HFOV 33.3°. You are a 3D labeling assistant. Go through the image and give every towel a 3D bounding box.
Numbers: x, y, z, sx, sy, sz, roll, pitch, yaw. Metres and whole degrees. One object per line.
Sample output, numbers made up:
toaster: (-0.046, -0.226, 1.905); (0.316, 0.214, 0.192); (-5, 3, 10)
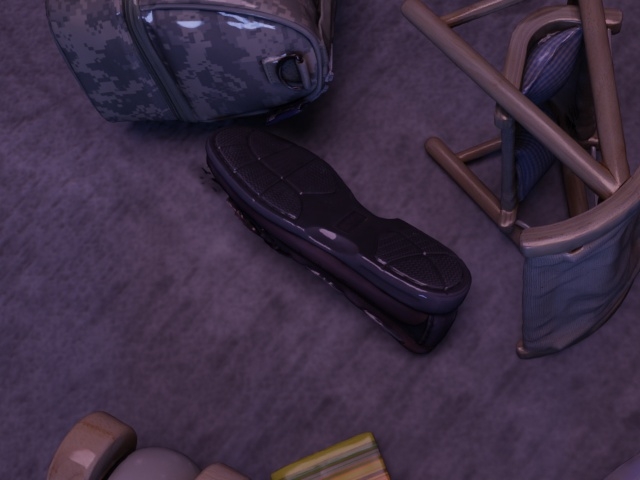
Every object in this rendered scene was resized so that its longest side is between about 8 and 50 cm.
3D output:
towel: (0.039, 0.290, 0.912); (0.102, 0.021, 0.237); (-23, 65, 5)

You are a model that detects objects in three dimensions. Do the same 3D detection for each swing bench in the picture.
swing bench: (0.198, -0.067, 0.916); (0.165, 0.253, 0.255); (-21, 65, -1)

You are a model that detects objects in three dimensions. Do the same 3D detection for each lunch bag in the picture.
lunch bag: (-0.102, -0.269, 1.066); (0.255, 0.213, 0.305); (-1, 58, 15)

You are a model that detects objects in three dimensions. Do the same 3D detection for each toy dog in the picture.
toy dog: (-0.175, 0.299, 0.894); (0.334, 0.161, 0.220); (-46, 69, 4)

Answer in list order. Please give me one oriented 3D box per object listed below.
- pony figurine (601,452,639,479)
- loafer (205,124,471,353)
pony figurine: (0.346, 0.227, 0.721); (0.302, 0.363, 0.351); (38, 103, 14)
loafer: (0.000, 0.000, 1.009); (0.302, 0.095, 0.109); (35, 41, 24)
